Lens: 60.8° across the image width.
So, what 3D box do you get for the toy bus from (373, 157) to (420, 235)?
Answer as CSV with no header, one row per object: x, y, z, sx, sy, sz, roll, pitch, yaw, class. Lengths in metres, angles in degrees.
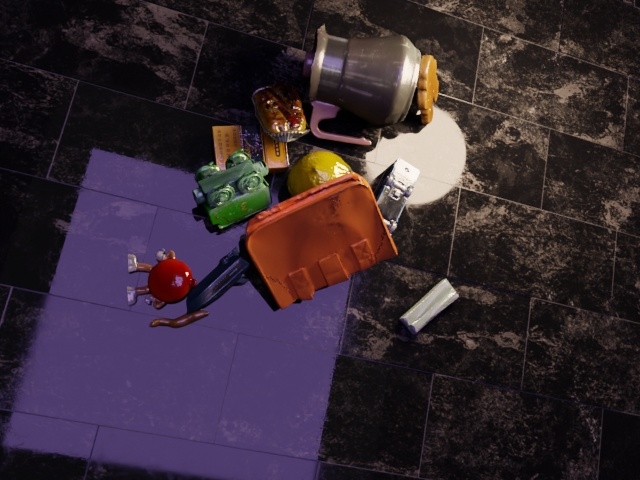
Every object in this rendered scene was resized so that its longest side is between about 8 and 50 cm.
0.220,-0.121,1.826,0.106,0.131,0.297,30,75,-10,toy bus

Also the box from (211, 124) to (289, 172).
-0.230,-0.296,1.782,0.237,0.070,0.152,-5,81,-12,box

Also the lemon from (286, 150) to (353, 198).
-0.001,-0.188,1.747,0.231,0.192,0.192,-19,84,23,lemon

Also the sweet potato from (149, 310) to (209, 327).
-0.425,0.243,1.652,0.179,0.044,0.044,-12,83,-9,sweet potato

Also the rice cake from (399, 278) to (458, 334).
0.368,0.226,1.847,0.221,0.042,0.080,-37,95,-18,rice cake

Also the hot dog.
-0.130,-0.421,1.767,0.162,0.082,0.270,-8,53,-16,hot dog

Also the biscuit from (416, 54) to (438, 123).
0.362,-0.524,1.864,0.044,0.295,0.186,8,74,18,biscuit

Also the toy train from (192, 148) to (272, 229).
-0.270,-0.155,1.681,0.243,0.188,0.132,-25,54,-17,toy train

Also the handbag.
0.000,0.000,1.658,0.410,0.116,0.304,-25,115,2,handbag

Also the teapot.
0.115,-0.511,1.815,0.361,0.305,0.376,11,107,-3,teapot

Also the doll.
-0.475,0.113,1.644,0.217,0.085,0.183,-3,78,3,doll

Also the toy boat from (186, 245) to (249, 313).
-0.316,0.137,1.670,0.246,0.093,0.103,-44,114,-17,toy boat
